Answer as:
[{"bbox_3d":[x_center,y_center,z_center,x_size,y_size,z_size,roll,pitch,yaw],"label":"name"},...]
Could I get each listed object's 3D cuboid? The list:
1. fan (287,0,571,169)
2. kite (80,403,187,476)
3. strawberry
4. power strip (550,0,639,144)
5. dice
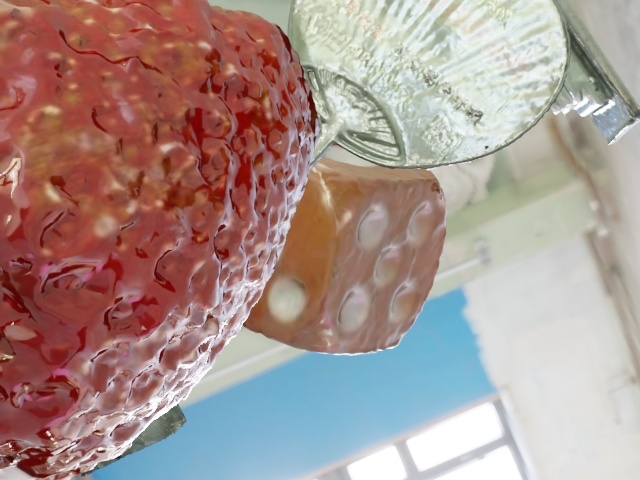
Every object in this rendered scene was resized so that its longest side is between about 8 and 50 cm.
[{"bbox_3d":[0.069,-0.115,0.930,0.012,0.223,0.294,33,-109,-74],"label":"fan"},{"bbox_3d":[-0.242,0.179,1.128,0.141,0.245,0.015,46,147,6],"label":"kite"},{"bbox_3d":[-0.121,-0.021,0.588,0.257,0.276,0.257,42,148,35],"label":"strawberry"},{"bbox_3d":[0.270,-0.190,1.381,0.198,0.064,0.213,55,-178,5],"label":"power strip"},{"bbox_3d":[0.000,0.000,1.151,0.174,0.175,0.179,24,109,35],"label":"dice"}]
